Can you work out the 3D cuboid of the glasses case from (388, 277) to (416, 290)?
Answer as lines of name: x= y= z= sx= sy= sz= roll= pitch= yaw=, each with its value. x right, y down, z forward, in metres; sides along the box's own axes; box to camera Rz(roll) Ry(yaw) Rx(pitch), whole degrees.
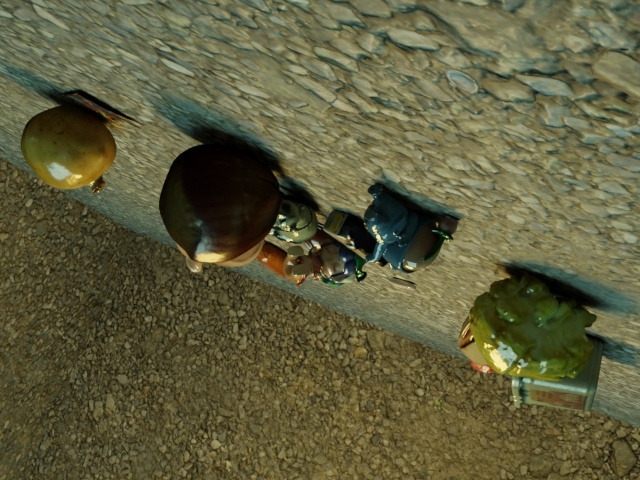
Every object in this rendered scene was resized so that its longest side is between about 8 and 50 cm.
glasses case: x=0.213 y=0.115 z=2.054 sx=0.083 sy=0.021 sz=0.032 roll=14 pitch=170 yaw=45

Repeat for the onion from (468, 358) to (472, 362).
onion: x=0.461 y=0.268 z=2.077 sx=0.151 sy=0.098 sz=0.206 roll=-20 pitch=136 yaw=40

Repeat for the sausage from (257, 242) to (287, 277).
sausage: x=-0.138 y=0.063 z=2.482 sx=0.076 sy=0.076 sz=0.197 roll=17 pitch=168 yaw=33

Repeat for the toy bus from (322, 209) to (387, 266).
toy bus: x=0.077 y=-0.003 z=1.577 sx=0.072 sy=0.057 sz=0.172 roll=23 pitch=173 yaw=41

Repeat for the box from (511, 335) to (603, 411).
box: x=0.549 y=0.300 z=1.828 sx=0.182 sy=0.175 sz=0.312 roll=9 pitch=162 yaw=20

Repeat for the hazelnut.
hazelnut: x=-0.173 y=-0.071 z=1.385 sx=0.229 sy=0.229 sz=0.229 roll=22 pitch=171 yaw=4

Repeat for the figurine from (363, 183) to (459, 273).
figurine: x=0.136 y=-0.010 z=1.242 sx=0.144 sy=0.114 sz=0.178 roll=13 pitch=158 yaw=43

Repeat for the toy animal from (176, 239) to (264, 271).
toy animal: x=-0.252 y=-0.028 z=1.834 sx=0.256 sy=0.195 sz=0.213 roll=18 pitch=163 yaw=47

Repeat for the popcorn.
popcorn: x=0.376 y=0.162 z=1.416 sx=0.221 sy=0.183 sz=0.204 roll=23 pitch=177 yaw=-11

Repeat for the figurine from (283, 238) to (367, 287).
figurine: x=0.012 y=0.038 z=1.673 sx=0.195 sy=0.111 sz=0.102 roll=-6 pitch=167 yaw=-21

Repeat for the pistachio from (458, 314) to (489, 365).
pistachio: x=0.397 y=0.228 z=1.883 sx=0.144 sy=0.144 sz=0.215 roll=20 pitch=159 yaw=20

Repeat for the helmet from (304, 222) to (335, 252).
helmet: x=0.000 y=0.000 z=1.783 sx=0.111 sy=0.057 sz=0.089 roll=27 pitch=168 yaw=-26

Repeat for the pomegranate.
pomegranate: x=-0.501 y=-0.178 z=1.591 sx=0.196 sy=0.196 sz=0.196 roll=22 pitch=171 yaw=4

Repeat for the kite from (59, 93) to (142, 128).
kite: x=-0.424 y=-0.251 z=1.496 sx=0.190 sy=0.010 sz=0.159 roll=23 pitch=173 yaw=9

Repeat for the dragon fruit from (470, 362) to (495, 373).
dragon fruit: x=0.478 y=0.282 z=2.192 sx=0.153 sy=0.153 sz=0.111 roll=14 pitch=125 yaw=47

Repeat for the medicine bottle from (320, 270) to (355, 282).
medicine bottle: x=0.034 y=0.065 z=2.005 sx=0.121 sy=0.083 sz=0.229 roll=25 pitch=173 yaw=-1

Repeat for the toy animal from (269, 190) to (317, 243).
toy animal: x=-0.068 y=-0.047 z=1.551 sx=0.121 sy=0.094 sz=0.225 roll=21 pitch=171 yaw=8
